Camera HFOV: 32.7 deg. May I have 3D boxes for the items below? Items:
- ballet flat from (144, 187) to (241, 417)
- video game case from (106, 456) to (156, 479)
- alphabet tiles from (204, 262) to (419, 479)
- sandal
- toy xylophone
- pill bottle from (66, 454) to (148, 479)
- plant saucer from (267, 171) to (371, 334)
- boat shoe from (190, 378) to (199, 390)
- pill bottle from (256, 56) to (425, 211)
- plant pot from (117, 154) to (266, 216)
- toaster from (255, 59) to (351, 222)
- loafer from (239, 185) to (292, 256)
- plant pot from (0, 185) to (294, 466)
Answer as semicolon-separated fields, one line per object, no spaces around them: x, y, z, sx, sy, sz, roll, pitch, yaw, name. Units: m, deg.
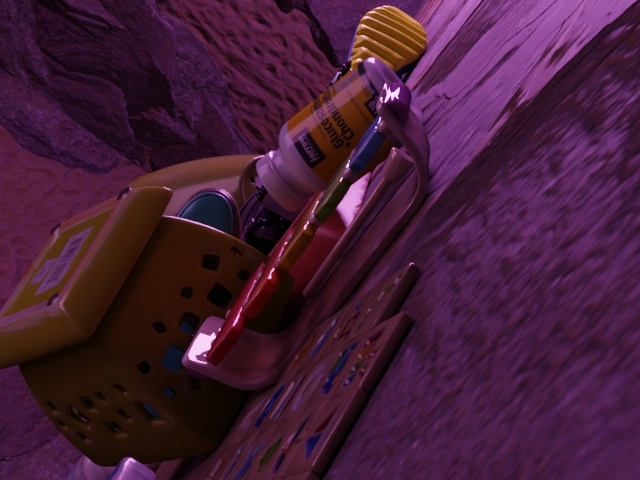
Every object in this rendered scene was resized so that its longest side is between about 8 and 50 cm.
-0.165;0.090;1.382;0.106;0.107;0.316;36;-111;-79;ballet flat
-0.249;0.347;0.776;0.329;0.036;0.300;-52;7;20;video game case
-0.041;0.157;0.781;0.285;0.011;0.342;-57;6;-24;alphabet tiles
0.080;-0.284;1.887;0.317;0.126;0.138;-57;2;-37;sandal
0.000;0.000;1.015;0.323;0.081;0.236;-53;5;10;toy xylophone
-0.284;0.313;1.471;0.160;0.087;0.087;-46;10;52;pill bottle
-0.041;0.036;1.327;0.259;0.047;0.258;-53;5;20;plant saucer
-0.147;0.191;1.251;0.135;0.050;0.045;-61;-14;-84;boat shoe
0.019;-0.114;1.235;0.184;0.103;0.103;-37;11;18;pill bottle
-0.155;-0.027;1.751;0.293;0.275;0.275;-25;26;47;plant pot
0.013;-0.124;1.504;0.186;0.110;0.168;-51;7;30;toaster
-0.087;0.033;1.536;0.095;0.109;0.302;-13;40;55;loafer
-0.200;0.084;1.152;0.227;0.207;0.228;-19;35;45;plant pot
